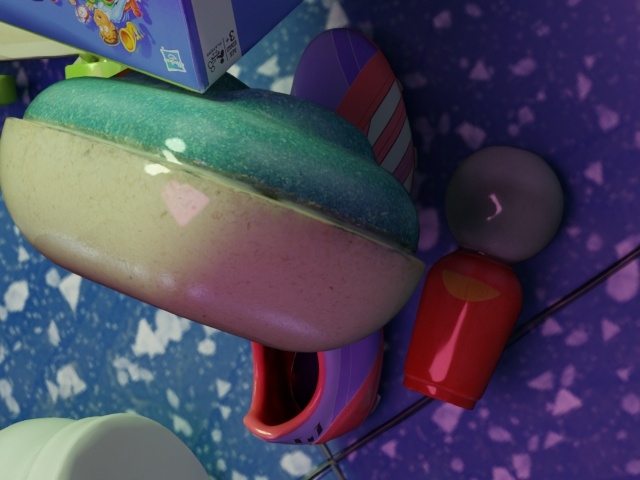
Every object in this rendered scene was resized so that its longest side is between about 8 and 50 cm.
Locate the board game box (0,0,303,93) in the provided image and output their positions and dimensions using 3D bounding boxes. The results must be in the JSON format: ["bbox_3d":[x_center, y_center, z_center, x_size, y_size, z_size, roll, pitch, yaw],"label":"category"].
[{"bbox_3d":[-0.052,-0.233,0.935,0.233,0.347,0.078,22,141,30],"label":"board game box"}]

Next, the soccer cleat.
[{"bbox_3d":[0.000,0.000,1.066,0.083,0.095,0.248,10,101,32],"label":"soccer cleat"}]

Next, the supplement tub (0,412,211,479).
[{"bbox_3d":[-0.211,0.223,1.171,0.272,0.191,0.191,-19,85,33],"label":"supplement tub"}]

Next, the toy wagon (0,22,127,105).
[{"bbox_3d":[-0.155,-0.225,1.161,0.344,0.068,0.267,-1,95,33],"label":"toy wagon"}]

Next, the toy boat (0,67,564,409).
[{"bbox_3d":[-0.008,-0.018,0.943,0.267,0.318,0.148,17,87,54],"label":"toy boat"}]
